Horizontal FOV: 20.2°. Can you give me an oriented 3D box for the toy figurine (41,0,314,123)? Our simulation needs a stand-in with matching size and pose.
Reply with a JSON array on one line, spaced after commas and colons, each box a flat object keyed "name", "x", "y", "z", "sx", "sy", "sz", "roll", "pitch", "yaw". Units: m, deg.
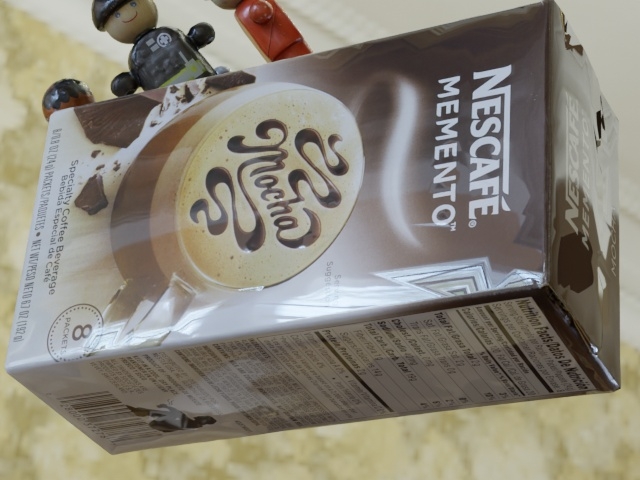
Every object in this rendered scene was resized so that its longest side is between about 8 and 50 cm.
[{"name": "toy figurine", "x": -0.132, "y": -0.147, "z": 1.608, "sx": 0.148, "sy": 0.213, "sz": 0.209, "roll": 52, "pitch": -46, "yaw": 8}]

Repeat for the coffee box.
[{"name": "coffee box", "x": 0.000, "y": 0.000, "z": 0.941, "sx": 0.297, "sy": 0.168, "sz": 0.119, "roll": -10, "pitch": -34, "yaw": 23}]
